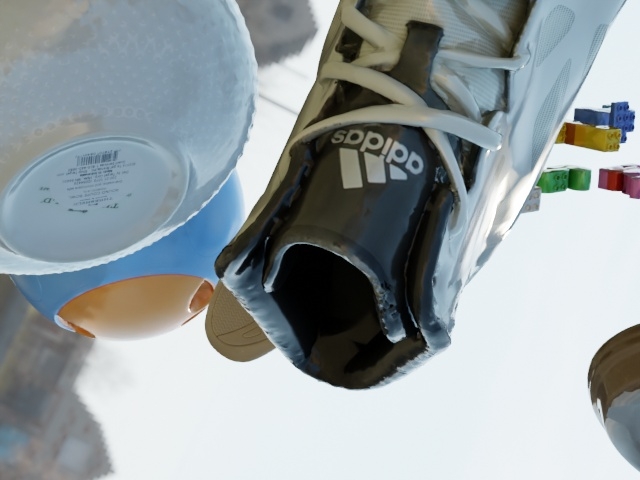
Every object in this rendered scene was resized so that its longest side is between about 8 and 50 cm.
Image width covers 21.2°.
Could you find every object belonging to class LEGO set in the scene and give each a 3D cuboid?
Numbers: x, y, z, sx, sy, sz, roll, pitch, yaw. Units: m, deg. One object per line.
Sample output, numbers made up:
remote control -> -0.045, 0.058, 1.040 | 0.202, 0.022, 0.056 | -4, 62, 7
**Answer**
LEGO set -> 0.233, -0.072, 1.481 | 0.093, 0.227, 0.087 | 17, -70, 48

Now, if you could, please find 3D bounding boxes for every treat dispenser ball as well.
treat dispenser ball -> -0.229, -0.027, 1.970 | 0.288, 0.288, 0.288 | -62, -173, 13

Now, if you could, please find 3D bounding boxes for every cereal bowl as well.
cereal bowl -> -0.203, -0.083, 1.386 | 0.339, 0.339, 0.141 | -58, -138, 41

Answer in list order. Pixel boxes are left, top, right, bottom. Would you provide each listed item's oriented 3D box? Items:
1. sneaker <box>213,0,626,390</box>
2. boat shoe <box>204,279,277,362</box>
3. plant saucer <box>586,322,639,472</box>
sneaker -> 0.078, -0.103, 0.773 | 0.257, 0.169, 0.448 | -68, 176, -51
boat shoe -> 0.000, 0.000, 1.643 | 0.285, 0.103, 0.092 | -55, 164, 0
plant saucer -> 0.337, 0.148, 1.314 | 0.041, 0.277, 0.278 | -68, -172, -29
